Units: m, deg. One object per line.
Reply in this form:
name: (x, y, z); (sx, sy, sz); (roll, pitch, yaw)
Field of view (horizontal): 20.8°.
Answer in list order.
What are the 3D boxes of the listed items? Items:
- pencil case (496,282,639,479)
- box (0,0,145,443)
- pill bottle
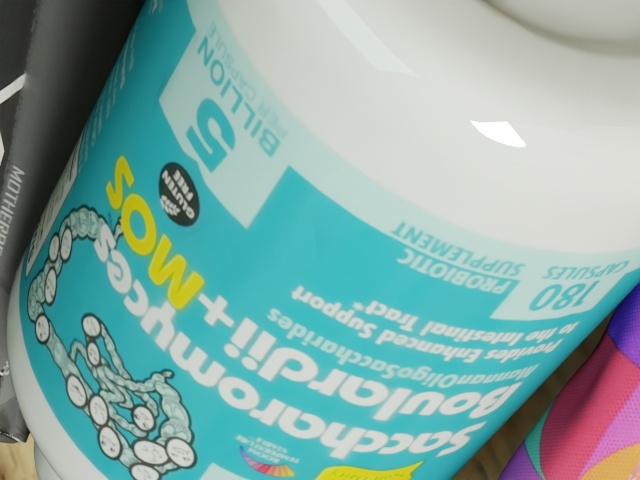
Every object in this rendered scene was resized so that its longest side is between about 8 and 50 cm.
pencil case: (0.098, 0.074, 0.488); (0.104, 0.104, 0.236); (34, 102, 27)
box: (-0.128, -0.112, 0.508); (0.076, 0.242, 0.308); (9, 77, 20)
pill bottle: (0.000, 0.000, 0.488); (0.146, 0.146, 0.264); (57, 140, 21)
